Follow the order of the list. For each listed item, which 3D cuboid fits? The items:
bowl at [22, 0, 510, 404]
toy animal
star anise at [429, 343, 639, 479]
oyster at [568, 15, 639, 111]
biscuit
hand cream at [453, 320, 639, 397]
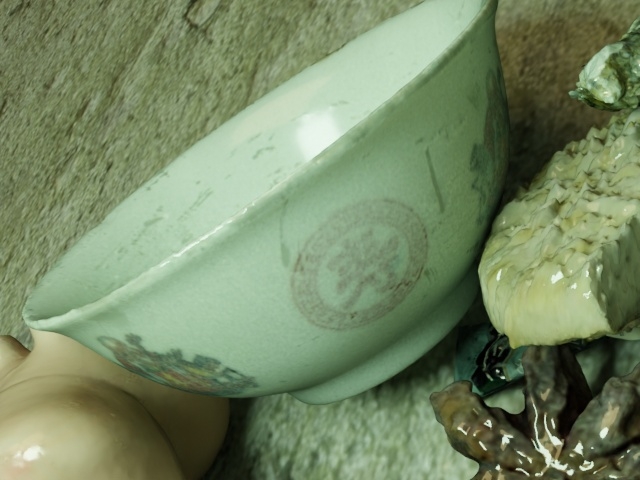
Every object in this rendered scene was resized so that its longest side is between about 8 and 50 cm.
[{"bbox_3d":[0.000,0.000,0.930,0.435,0.196,0.435,-32,14,9],"label":"bowl"},{"bbox_3d":[-0.183,0.181,0.975,0.237,0.326,0.269,-43,76,26],"label":"toy animal"},{"bbox_3d":[0.145,0.147,0.763,0.197,0.073,0.212,36,89,36],"label":"star anise"},{"bbox_3d":[0.231,-0.130,0.825,0.125,0.064,0.177,-32,7,12],"label":"oyster"},{"bbox_3d":[0.201,-0.021,0.821,0.281,0.084,0.179,-44,17,-33],"label":"biscuit"},{"bbox_3d":[0.194,0.068,0.837,0.248,0.052,0.075,-25,19,41],"label":"hand cream"}]
